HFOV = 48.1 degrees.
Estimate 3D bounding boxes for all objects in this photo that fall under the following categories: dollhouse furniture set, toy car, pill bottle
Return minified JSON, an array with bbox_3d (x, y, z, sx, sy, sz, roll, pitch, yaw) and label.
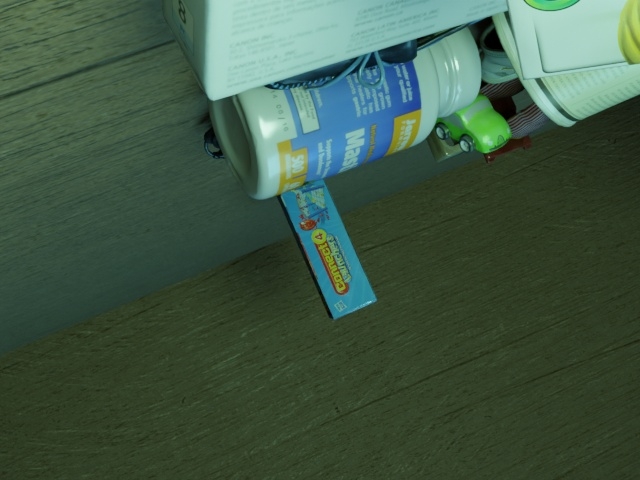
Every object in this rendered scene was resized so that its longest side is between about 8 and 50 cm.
[{"bbox_3d":[0.255,-0.210,1.210,0.374,0.152,0.201,-21,175,-25],"label":"dollhouse furniture set"},{"bbox_3d":[0.144,-0.176,0.900,0.239,0.053,0.225,-33,-136,-21],"label":"toy car"},{"bbox_3d":[0.030,-0.155,0.761,0.272,0.152,0.152,-21,175,-19],"label":"pill bottle"}]

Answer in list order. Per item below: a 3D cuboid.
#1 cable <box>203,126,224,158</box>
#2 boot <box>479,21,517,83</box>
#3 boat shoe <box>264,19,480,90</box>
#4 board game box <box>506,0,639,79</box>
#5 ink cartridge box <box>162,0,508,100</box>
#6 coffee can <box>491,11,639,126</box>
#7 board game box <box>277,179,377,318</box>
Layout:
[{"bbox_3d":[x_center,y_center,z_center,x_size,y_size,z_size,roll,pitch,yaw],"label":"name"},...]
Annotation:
[{"bbox_3d":[-0.058,-0.167,0.909,0.184,0.047,0.150,-25,169,-34],"label":"cable"},{"bbox_3d":[0.327,-0.301,1.026,0.213,0.077,0.165,-21,174,10],"label":"boot"},{"bbox_3d":[0.058,-0.203,0.627,0.258,0.089,0.109,-32,139,-10],"label":"boat shoe"},{"bbox_3d":[0.139,-0.187,0.223,0.193,0.053,0.305,-4,146,24],"label":"board game box"},{"bbox_3d":[0.067,-0.263,0.391,0.308,0.091,0.385,-21,158,-20],"label":"ink cartridge box"},{"bbox_3d":[0.328,-0.256,0.689,0.275,0.202,0.201,-23,176,36],"label":"coffee can"},{"bbox_3d":[0.000,0.000,1.414,0.086,0.302,0.308,-23,175,-3],"label":"board game box"}]
